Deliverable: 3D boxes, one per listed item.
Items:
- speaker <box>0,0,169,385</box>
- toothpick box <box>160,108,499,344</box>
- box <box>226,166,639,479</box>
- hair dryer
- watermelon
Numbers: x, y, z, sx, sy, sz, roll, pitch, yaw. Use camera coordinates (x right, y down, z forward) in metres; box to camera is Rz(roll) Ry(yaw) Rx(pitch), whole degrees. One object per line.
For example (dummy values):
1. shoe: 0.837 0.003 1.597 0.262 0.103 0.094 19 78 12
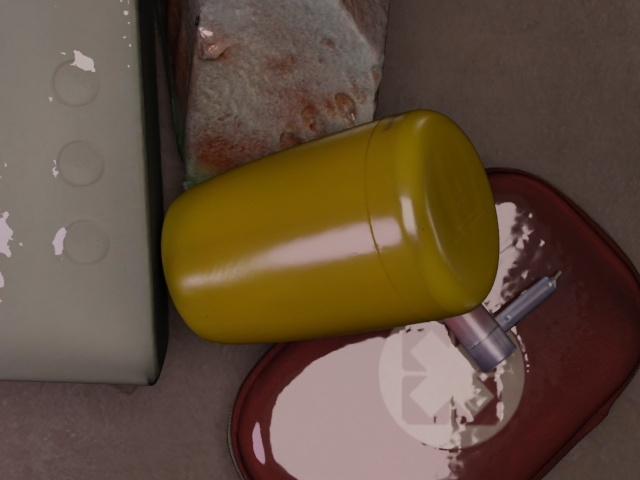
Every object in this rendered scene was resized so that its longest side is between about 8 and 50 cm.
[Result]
1. speaker: -0.235 -0.079 1.621 0.184 0.183 0.406 -2 101 -1
2. toothpick box: 0.000 0.000 1.593 0.271 0.175 0.175 -14 89 28
3. box: 0.110 0.124 1.700 0.404 0.108 0.263 -45 92 -5
4. hair dryer: 0.168 0.057 1.640 0.114 0.037 0.063 -37 89 -15
5. watermelon: -0.030 -0.207 1.623 0.228 0.258 0.387 1 95 -9
